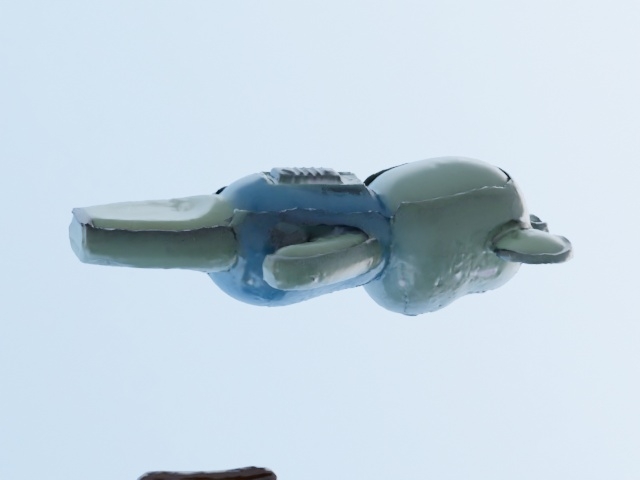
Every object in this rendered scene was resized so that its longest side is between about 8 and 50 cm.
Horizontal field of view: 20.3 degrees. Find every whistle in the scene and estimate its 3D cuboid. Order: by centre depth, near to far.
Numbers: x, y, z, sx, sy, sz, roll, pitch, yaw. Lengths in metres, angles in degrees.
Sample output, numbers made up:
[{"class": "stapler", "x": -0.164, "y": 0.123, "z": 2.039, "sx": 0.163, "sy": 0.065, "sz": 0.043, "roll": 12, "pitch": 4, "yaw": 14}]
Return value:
[{"class": "whistle", "x": 0.000, "y": 0.000, "z": 0.844, "sx": 0.235, "sy": 0.077, "sz": 0.114, "roll": -2, "pitch": -159, "yaw": -20}]

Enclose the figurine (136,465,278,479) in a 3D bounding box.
[{"class": "figurine", "x": 0.001, "y": 0.236, "z": 0.851, "sx": 0.204, "sy": 0.338, "sz": 0.283, "roll": -17, "pitch": -84, "yaw": -59}]
